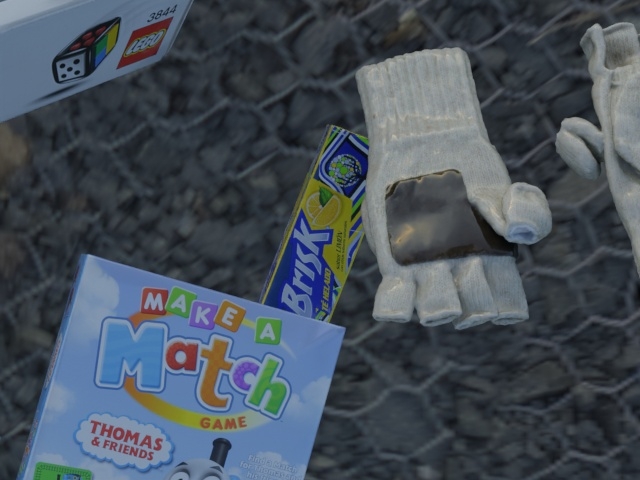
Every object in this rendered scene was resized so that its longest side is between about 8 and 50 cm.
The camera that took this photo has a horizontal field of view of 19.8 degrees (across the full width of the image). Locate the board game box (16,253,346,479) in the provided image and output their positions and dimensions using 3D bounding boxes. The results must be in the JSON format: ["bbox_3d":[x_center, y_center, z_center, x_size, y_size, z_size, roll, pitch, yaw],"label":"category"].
[{"bbox_3d":[-0.090,0.130,1.059,0.160,0.039,0.211,16,85,-12],"label":"board game box"}]

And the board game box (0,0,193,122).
[{"bbox_3d":[-0.202,-0.087,0.495,0.193,0.053,0.305,47,46,15],"label":"board game box"}]

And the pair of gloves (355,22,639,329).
[{"bbox_3d":[0.141,-0.043,1.090,0.240,0.042,0.204,-5,61,7],"label":"pair of gloves"}]

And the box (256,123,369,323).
[{"bbox_3d":[0.000,0.000,1.369,0.054,0.059,0.169,21,93,-5],"label":"box"}]
